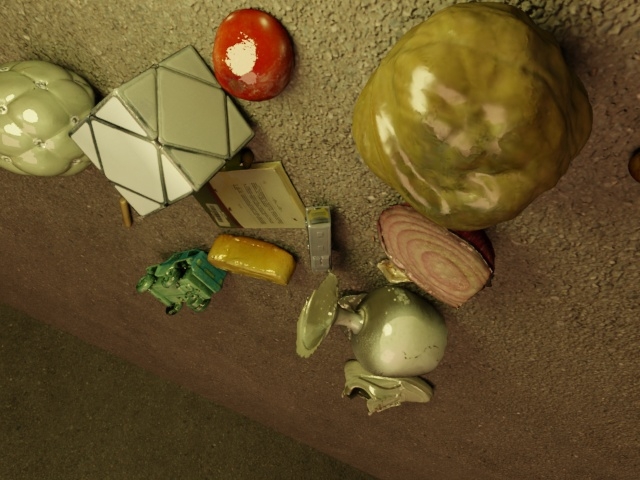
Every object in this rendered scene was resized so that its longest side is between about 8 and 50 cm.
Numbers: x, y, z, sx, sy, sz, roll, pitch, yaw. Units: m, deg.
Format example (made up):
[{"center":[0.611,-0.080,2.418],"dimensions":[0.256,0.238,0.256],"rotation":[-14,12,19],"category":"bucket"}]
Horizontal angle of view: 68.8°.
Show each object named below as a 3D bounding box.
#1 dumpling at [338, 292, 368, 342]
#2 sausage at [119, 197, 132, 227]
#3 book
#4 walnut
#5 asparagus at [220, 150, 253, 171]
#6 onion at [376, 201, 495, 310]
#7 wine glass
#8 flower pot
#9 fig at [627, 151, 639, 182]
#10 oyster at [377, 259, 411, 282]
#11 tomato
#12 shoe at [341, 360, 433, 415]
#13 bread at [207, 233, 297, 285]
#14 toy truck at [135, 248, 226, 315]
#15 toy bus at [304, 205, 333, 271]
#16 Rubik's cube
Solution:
[{"center":[0.125,0.237,1.301],"dimensions":[0.219,0.108,0.152],"rotation":[33,144,-18],"category":"dumpling"},{"center":[-0.569,-0.078,1.371],"dimensions":[0.024,0.024,0.132],"rotation":[23,144,2],"category":"sausage"},{"center":[-0.179,-0.098,1.112],"dimensions":[0.289,0.026,0.201],"rotation":[1,140,29],"category":"book"},{"center":[0.190,-0.155,0.619],"dimensions":[0.276,0.282,0.253],"rotation":[30,105,-16],"category":"walnut"},{"center":[-0.226,-0.170,1.033],"dimensions":[0.178,0.045,0.041],"rotation":[1,157,32],"category":"asparagus"},{"center":[0.239,0.001,0.940],"dimensions":[0.247,0.111,0.250],"rotation":[40,159,11],"category":"onion"},{"center":[0.130,0.214,1.139],"dimensions":[0.322,0.238,0.238],"rotation":[20,147,-16],"category":"wine glass"},{"center":[-0.572,-0.247,0.970],"dimensions":[0.195,0.246,0.246],"rotation":[1,153,-25],"category":"flower pot"},{"center":[0.497,-0.102,0.700],"dimensions":[0.083,0.050,0.050],"rotation":[24,150,-35],"category":"fig"},{"center":[0.182,0.075,1.124],"dimensions":[0.093,0.034,0.051],"rotation":[39,128,-2],"category":"oyster"},{"center":[-0.120,-0.290,0.772],"dimensions":[0.138,0.091,0.159],"rotation":[24,143,-2],"category":"tomato"},{"center":[0.211,0.521,1.581],"dimensions":[0.316,0.159,0.124],"rotation":[12,142,22],"category":"shoe"},{"center":[-0.181,0.051,1.256],"dimensions":[0.245,0.095,0.102],"rotation":[13,153,17],"category":"bread"},{"center":[-0.426,0.126,1.437],"dimensions":[0.278,0.156,0.155],"rotation":[-11,132,41],"category":"toy truck"},{"center":[0.000,0.000,1.079],"dimensions":[0.064,0.075,0.191],"rotation":[-6,141,-3],"category":"toy bus"},{"center":[-0.288,-0.197,0.870],"dimensions":[0.204,0.205,0.207],"rotation":[-14,120,40],"category":"Rubik's cube"}]
